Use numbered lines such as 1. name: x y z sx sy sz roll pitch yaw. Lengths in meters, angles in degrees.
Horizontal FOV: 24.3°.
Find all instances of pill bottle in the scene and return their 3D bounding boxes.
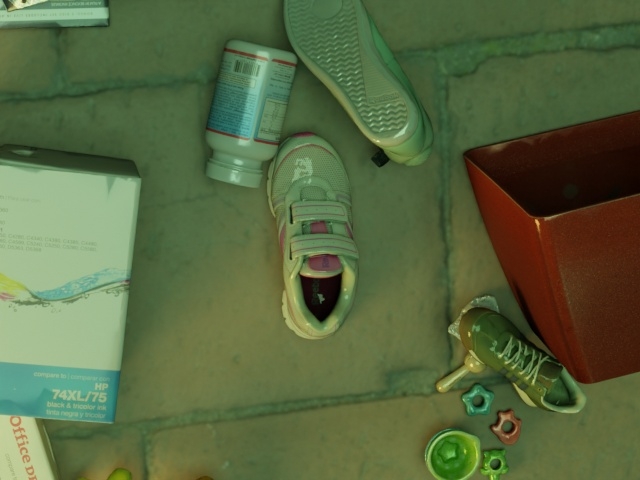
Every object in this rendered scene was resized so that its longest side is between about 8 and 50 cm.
1. pill bottle: -0.084 -0.145 1.699 0.087 0.087 0.160 13 96 -11

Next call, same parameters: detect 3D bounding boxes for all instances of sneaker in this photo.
1. sneaker: 0.044 -0.193 1.719 0.094 0.151 0.256 -31 68 7
2. sneaker: 0.250 0.146 1.771 0.192 0.086 0.064 44 72 -35
3. sneaker: 0.000 0.000 1.723 0.103 0.111 0.252 -9 100 -9

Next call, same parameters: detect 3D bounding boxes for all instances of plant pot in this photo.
1. plant pot: 0.343 0.012 1.722 0.267 0.267 0.235 -14 111 -8

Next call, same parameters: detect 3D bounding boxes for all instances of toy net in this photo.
1. toy net: 0.202 0.186 1.820 0.122 0.045 0.232 10 96 -10

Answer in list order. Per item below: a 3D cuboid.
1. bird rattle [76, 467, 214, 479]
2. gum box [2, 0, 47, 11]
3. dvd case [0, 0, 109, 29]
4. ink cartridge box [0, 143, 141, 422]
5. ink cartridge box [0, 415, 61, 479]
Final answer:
1. bird rattle: -0.186 0.386 1.741 0.207 0.143 0.253 -23 111 -26
2. gum box: -0.284 -0.340 1.579 0.184 0.041 0.157 -10 120 22
3. dvd case: -0.324 -0.348 1.663 0.165 0.018 0.221 -3 99 -9
4. ink cartridge box: -0.311 0.040 1.631 0.197 0.198 0.270 6 98 -10
5. ink cartridge box: -0.413 0.270 1.702 0.212 0.093 0.154 -17 100 -9
